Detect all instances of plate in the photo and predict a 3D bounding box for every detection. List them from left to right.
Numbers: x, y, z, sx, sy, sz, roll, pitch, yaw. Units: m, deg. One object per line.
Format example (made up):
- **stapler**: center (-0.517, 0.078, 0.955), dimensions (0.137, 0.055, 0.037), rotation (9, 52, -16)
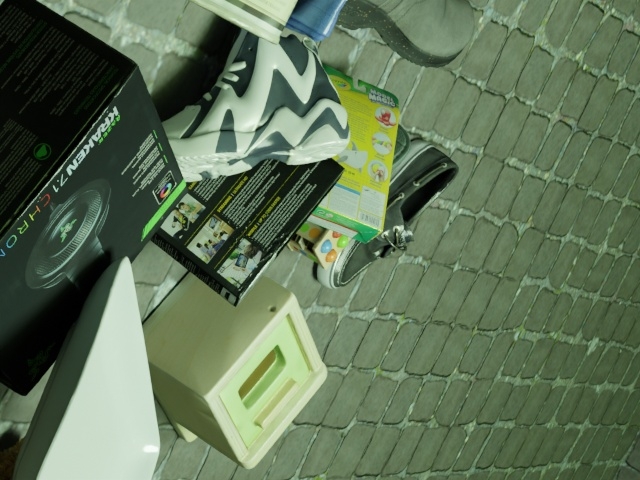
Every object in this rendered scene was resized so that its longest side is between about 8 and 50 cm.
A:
- **plate**: center (-0.205, 0.198, 1.482), dimensions (0.277, 0.045, 0.278), rotation (86, 14, -45)

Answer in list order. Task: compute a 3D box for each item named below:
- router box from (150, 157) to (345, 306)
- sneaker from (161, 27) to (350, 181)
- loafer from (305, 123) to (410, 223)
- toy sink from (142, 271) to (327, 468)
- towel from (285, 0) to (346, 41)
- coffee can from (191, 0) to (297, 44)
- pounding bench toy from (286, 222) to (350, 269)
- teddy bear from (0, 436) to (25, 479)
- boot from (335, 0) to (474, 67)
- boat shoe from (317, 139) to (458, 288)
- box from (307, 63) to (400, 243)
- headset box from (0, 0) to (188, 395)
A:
- **router box**: center (-0.081, -0.043, 1.736), dimensions (0.179, 0.133, 0.046), rotation (-51, 178, -17)
- **sneaker**: center (-0.094, -0.147, 1.685), dimensions (0.235, 0.153, 0.094), rotation (-9, 168, -12)
- **loafer**: center (-0.015, -0.066, 1.893), dimensions (0.267, 0.096, 0.084), rotation (-25, 157, -37)
- **toy sink**: center (-0.091, 0.147, 1.899), dimensions (0.153, 0.131, 0.234), rotation (-49, 150, -20)
- **towel**: center (0.020, -0.350, 1.540), dimensions (0.040, 0.243, 0.336), rotation (23, 96, -30)
- **coffee can**: center (-0.062, -0.331, 1.431), dimensions (0.275, 0.201, 0.201), rotation (-63, 152, 5)
- **pounding bench toy**: center (0.000, 0.000, 1.980), dimensions (0.052, 0.065, 0.083), rotation (-52, 151, -15)
- **teddy bear**: center (-0.311, 0.311, 1.612), dimensions (0.338, 0.113, 0.245), rotation (-83, -161, -55)
- **boot**: center (0.132, -0.299, 1.772), dimensions (0.222, 0.118, 0.338), rotation (-39, 161, 23)
- **boat shoe**: center (0.088, -0.023, 2.089), dimensions (0.228, 0.076, 0.080), rotation (-49, 150, -21)
- **box**: center (0.026, -0.097, 1.844), dimensions (0.043, 0.105, 0.179), rotation (-37, -143, 55)
- **headset box**: center (-0.250, -0.027, 1.435), dimensions (0.246, 0.131, 0.283), rotation (-53, 165, -14)
